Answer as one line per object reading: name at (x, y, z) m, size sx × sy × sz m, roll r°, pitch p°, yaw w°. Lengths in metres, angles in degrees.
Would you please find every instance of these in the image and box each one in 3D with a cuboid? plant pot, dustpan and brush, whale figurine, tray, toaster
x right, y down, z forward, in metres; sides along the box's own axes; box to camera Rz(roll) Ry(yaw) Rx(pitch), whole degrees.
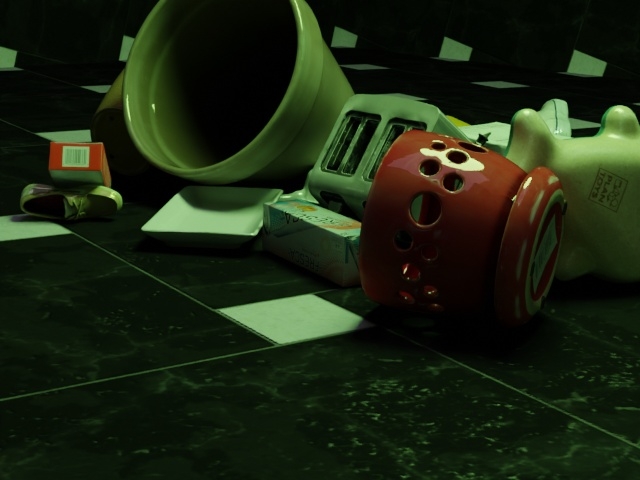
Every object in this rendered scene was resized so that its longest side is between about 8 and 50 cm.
plant pot at (-0.254, -0.208, 1.893) m, size 0.237 × 0.237 × 0.254 m, roll 9°, pitch 32°, yaw 25°
plant pot at (-0.089, -0.215, 1.741) m, size 0.323 × 0.323 × 0.280 m, roll 12°, pitch -6°, yaw 34°
dustpan and brush at (-0.002, -0.072, 1.695) m, size 0.211 × 0.060 × 0.147 m, roll 5°, pitch 12°, yaw -18°
whale figurine at (0.302, -0.058, 1.352) m, size 0.272 × 0.216 × 0.141 m, roll 21°, pitch -2°, yaw -26°
tray at (-0.137, -0.031, 1.537) m, size 0.145 × 0.030 × 0.270 m, roll 2°, pitch 15°, yaw 6°
plant pot at (0.152, -0.009, 1.195) m, size 0.174 × 0.191 × 0.191 m, roll 12°, pitch 17°, yaw 24°
toaster at (0.098, -0.098, 1.514) m, size 0.168 × 0.185 × 0.110 m, roll 17°, pitch -15°, yaw 41°

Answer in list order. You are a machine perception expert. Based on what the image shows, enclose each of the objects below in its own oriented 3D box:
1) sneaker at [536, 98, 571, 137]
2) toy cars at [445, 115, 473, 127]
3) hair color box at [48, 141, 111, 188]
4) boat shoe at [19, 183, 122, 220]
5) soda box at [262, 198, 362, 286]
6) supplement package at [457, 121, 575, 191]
sneaker at (0.433, -0.227, 2.257) m, size 0.091 × 0.094 × 0.258 m, roll 8°, pitch 16°, yaw 4°
toy cars at (0.172, -0.132, 1.880) m, size 0.177 × 0.087 × 0.393 m, roll 13°, pitch 20°, yaw 1°
hair color box at (-0.328, -0.091, 1.585) m, size 0.072 × 0.043 × 0.141 m, roll 1°, pitch -17°, yaw -6°
boat shoe at (-0.335, -0.046, 1.546) m, size 0.135 × 0.050 × 0.045 m, roll 0°, pitch 27°, yaw -1°
soda box at (0.000, 0.000, 1.377) m, size 0.058 × 0.063 × 0.183 m, roll -7°, pitch 18°, yaw -33°
supplement package at (0.278, -0.074, 1.566) m, size 0.139 × 0.133 × 0.244 m, roll -9°, pitch 19°, yaw -37°
